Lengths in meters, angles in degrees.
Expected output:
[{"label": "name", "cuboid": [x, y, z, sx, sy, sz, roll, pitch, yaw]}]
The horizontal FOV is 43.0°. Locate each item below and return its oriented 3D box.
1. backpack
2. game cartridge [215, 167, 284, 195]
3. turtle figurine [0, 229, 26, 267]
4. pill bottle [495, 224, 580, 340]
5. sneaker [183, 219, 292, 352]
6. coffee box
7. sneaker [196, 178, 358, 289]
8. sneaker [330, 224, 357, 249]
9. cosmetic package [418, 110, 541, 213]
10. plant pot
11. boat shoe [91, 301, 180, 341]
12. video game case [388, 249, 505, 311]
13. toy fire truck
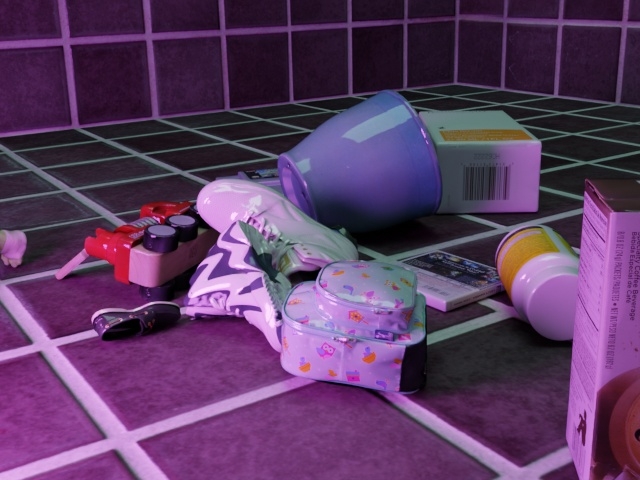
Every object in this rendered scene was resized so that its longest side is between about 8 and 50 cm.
[{"label": "backpack", "cuboid": [0.040, 0.107, 1.036, 0.188, 0.144, 0.166, -1, 22, 9]}, {"label": "game cartridge", "cuboid": [-0.056, -0.125, 1.910, 0.355, 0.068, 0.230, -6, 23, -15]}, {"label": "turtle figurine", "cuboid": [-0.657, 0.033, 1.393, 0.198, 0.275, 0.266, -19, -10, 22]}, {"label": "pill bottle", "cuboid": [0.332, 0.059, 1.196, 0.119, 0.119, 0.208, -1, 17, 3]}, {"label": "sneaker", "cuboid": [-0.122, 0.098, 1.188, 0.094, 0.153, 0.235, 23, 30, -55]}, {"label": "coffee box", "cuboid": [0.341, 0.094, 0.789, 0.168, 0.297, 0.119, 1, 18, 6]}, {"label": "sneaker", "cuboid": [-0.067, 0.002, 1.297, 0.292, 0.108, 0.169, 25, 18, -8]}, {"label": "sneaker", "cuboid": [0.000, 0.001, 1.499, 0.152, 0.058, 0.084, 19, 32, 39]}, {"label": "cosmetic package", "cuboid": [0.362, -0.199, 1.936, 0.230, 0.161, 0.453, -1, 17, 1]}, {"label": "plant pot", "cuboid": [0.063, -0.128, 1.618, 0.255, 0.272, 0.271, -23, 23, -14]}, {"label": "boat shoe", "cuboid": [-0.263, 0.120, 1.185, 0.133, 0.049, 0.042, -5, 45, -34]}, {"label": "video game case", "cuboid": [0.201, 0.064, 1.354, 0.173, 0.022, 0.190, -15, 21, -35]}, {"label": "toy fire truck", "cuboid": [-0.322, 0.010, 1.405, 0.246, 0.158, 0.217, 16, 23, 18]}]
